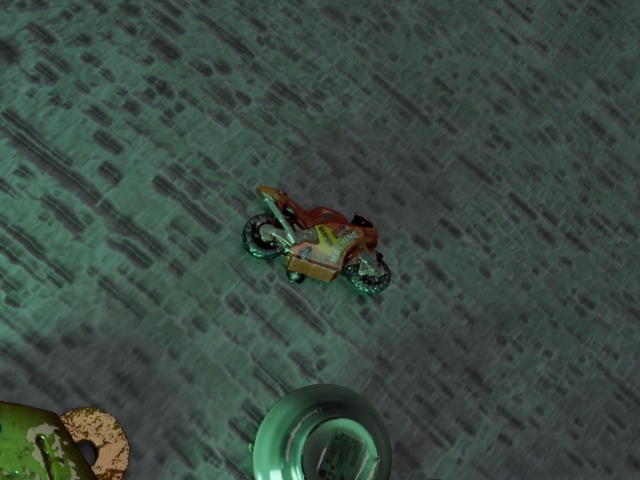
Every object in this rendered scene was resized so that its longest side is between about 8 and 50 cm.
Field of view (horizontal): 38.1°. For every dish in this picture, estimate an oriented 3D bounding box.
[{"bbox_3d":[0.021,0.373,1.582,0.260,0.085,0.260,5,78,-22],"label":"dish"}]

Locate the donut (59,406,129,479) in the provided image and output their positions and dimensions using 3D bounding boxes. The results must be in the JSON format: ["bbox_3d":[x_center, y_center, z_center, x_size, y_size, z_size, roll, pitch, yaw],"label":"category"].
[{"bbox_3d":[-0.387,0.354,1.529,0.152,0.058,0.151,6,66,-13],"label":"donut"}]

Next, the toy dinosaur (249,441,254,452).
[{"bbox_3d":[-0.035,0.369,1.633,0.180,0.037,0.058,16,76,-2],"label":"toy dinosaur"}]

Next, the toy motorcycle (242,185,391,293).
[{"bbox_3d":[0.000,0.001,1.773,0.298,0.089,0.171,19,62,-5],"label":"toy motorcycle"}]

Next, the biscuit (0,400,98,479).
[{"bbox_3d":[-0.521,0.417,1.437,0.359,0.046,0.358,1,74,-3],"label":"biscuit"}]

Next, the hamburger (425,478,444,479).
[{"bbox_3d":[0.167,0.498,1.514,0.170,0.246,0.246,42,62,-9],"label":"hamburger"}]
